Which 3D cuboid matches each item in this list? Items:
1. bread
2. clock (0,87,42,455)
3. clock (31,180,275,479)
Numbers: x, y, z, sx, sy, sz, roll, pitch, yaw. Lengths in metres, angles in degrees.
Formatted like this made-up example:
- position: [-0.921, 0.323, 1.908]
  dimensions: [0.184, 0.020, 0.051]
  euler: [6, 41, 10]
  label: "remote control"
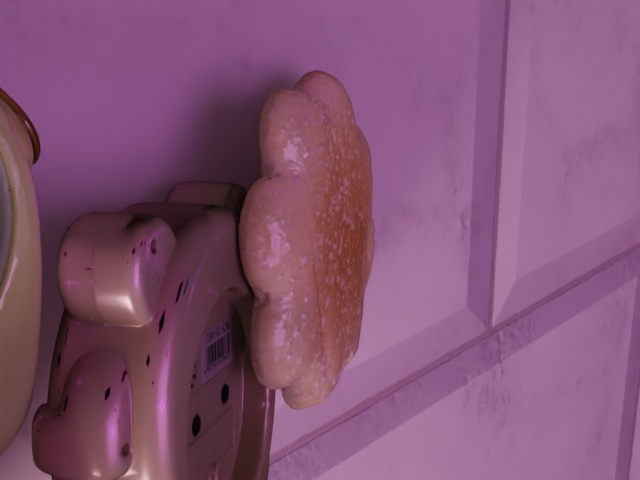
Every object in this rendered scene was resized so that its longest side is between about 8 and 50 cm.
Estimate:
- position: [0.000, 0.000, 0.887]
  dimensions: [0.316, 0.054, 0.315]
  euler: [3, 90, -74]
  label: "bread"
- position: [-0.307, -0.006, 0.573]
  dimensions: [0.286, 0.117, 0.348]
  euler: [-4, 106, -48]
  label: "clock"
- position: [-0.118, 0.117, 0.771]
  dimensions: [0.284, 0.114, 0.309]
  euler: [-32, 123, -69]
  label: "clock"
